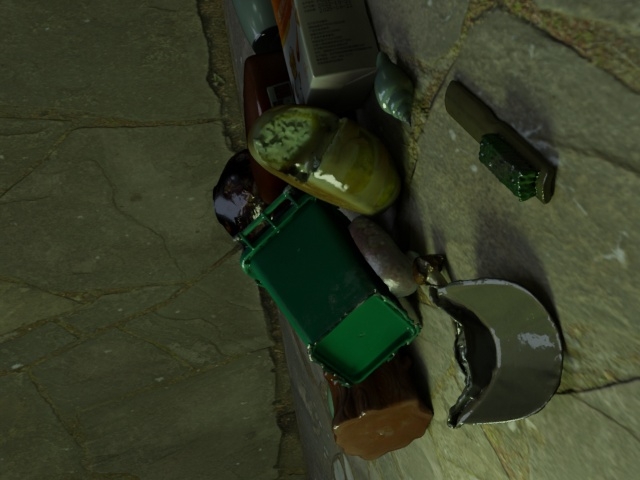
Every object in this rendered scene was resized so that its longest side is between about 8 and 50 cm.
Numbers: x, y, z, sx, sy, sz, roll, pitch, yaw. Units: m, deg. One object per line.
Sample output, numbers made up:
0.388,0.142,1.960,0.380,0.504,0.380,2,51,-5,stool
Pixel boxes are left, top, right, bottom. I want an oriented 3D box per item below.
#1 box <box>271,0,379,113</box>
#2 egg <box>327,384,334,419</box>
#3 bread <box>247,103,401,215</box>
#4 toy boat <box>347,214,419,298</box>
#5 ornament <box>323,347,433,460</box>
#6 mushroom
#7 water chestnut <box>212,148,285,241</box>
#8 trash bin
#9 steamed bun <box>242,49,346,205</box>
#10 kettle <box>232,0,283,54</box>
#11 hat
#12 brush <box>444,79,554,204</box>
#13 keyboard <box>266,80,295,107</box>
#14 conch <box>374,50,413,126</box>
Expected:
-0.003,-0.452,1.471,0.225,0.143,0.342,125,130,-75,box
0.101,0.393,1.780,0.168,0.167,0.231,90,164,-47,egg
0.016,-0.167,1.427,0.160,0.332,0.333,-62,14,-1,bread
0.137,0.022,1.413,0.155,0.085,0.227,50,-173,-25,toy boat
0.106,0.334,1.591,0.218,0.221,0.235,-104,28,-44,ornament
0.211,0.095,1.229,0.061,0.060,0.187,90,161,-49,mushroom
-0.139,-0.122,2.226,0.335,0.346,0.336,6,-90,-68,water chestnut
0.013,0.089,1.540,0.295,0.259,0.381,42,-173,-40,trash bin
-0.057,-0.253,1.700,0.248,0.234,0.380,-116,20,-59,steamed bun
-0.134,-0.634,1.936,0.221,0.161,0.237,-36,63,44,kettle
0.261,0.160,1.040,0.244,0.149,0.215,-11,82,43,hat
0.223,-0.137,0.964,0.282,0.048,0.054,-115,20,-52,brush
-0.072,-0.255,1.550,0.017,0.055,0.166,-122,16,-67,keyboard
0.136,-0.256,1.243,0.065,0.088,0.180,-36,48,29,conch
